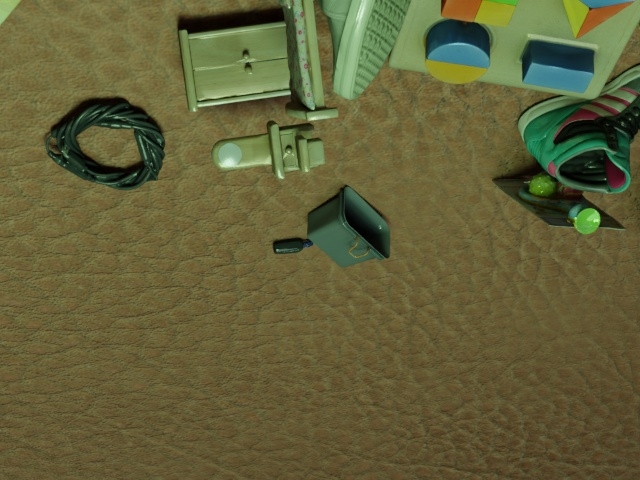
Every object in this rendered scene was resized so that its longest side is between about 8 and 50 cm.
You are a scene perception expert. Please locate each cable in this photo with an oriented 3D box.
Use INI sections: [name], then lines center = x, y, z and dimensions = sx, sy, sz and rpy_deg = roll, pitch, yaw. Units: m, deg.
[cable]
center = -0.310, -0.142, 1.940
dimensions = 0.150, 0.047, 0.184
rpy_deg = -38, 133, 21

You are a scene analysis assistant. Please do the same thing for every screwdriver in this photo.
[screwdriver]
center = 0.000, 0.000, 2.226
dimensions = 0.170, 0.024, 0.025
rpy_deg = -12, 114, -12

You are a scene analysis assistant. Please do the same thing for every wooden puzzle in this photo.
[wooden puzzle]
center = 0.279, -0.299, 1.779
dimensions = 0.322, 0.080, 0.348
rpy_deg = 8, 152, -6

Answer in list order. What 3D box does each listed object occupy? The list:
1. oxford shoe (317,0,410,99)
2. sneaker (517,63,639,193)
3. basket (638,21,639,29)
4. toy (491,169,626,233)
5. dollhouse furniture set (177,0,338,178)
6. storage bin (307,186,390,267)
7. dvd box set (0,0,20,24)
[oxford shoe]
center = 0.047, -0.381, 1.642
dimensions = 0.130, 0.169, 0.449
rpy_deg = 20, 137, 17
[sneaker]
center = 0.475, -0.169, 2.024
dimensions = 0.296, 0.178, 0.124
rpy_deg = -20, 141, 8
[basket]
center = 0.508, -0.377, 1.692
dimensions = 0.223, 0.213, 0.299
rpy_deg = 10, 139, 6
[toy]
center = 0.390, -0.079, 2.100
dimensions = 0.137, 0.237, 0.056
rpy_deg = 2, 113, -17
[dollhouse furniture set]
center = -0.081, -0.204, 1.664
dimensions = 0.174, 0.355, 0.303
rpy_deg = -9, 103, -7
[storage bin]
center = 0.043, -0.009, 2.163
dimensions = 0.091, 0.098, 0.135
rpy_deg = -25, 134, 29
[dvd box set]
center = -0.537, -0.304, 1.531
dimensions = 0.308, 0.062, 0.420
rpy_deg = 15, 155, -31
